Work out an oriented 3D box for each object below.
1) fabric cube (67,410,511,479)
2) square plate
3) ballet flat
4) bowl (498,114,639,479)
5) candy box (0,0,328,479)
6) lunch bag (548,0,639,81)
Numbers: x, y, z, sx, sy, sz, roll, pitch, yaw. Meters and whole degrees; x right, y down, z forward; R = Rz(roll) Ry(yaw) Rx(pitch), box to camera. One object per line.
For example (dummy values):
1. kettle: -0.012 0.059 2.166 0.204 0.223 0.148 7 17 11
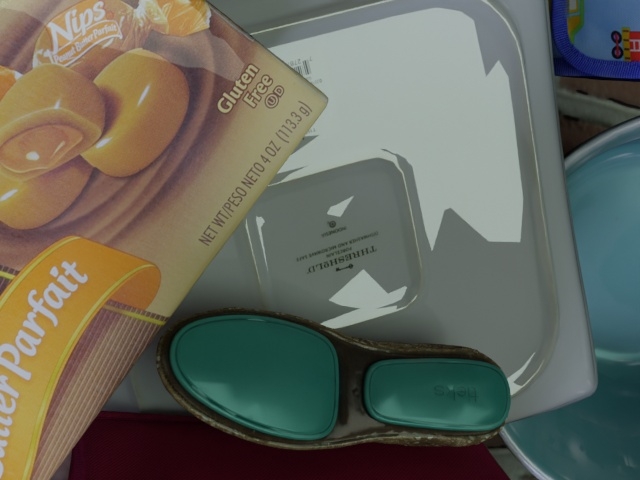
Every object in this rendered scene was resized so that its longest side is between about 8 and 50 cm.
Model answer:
1. fabric cube: -0.007 0.260 0.501 0.254 0.258 0.259 5 110 -18
2. square plate: 0.000 0.000 0.583 0.347 0.049 0.344 -16 110 -11
3. ballet flat: 0.005 0.083 0.545 0.206 0.067 0.073 13 73 -20
4. bowl: 0.259 0.035 0.750 0.311 0.163 0.312 0 109 1
5. candy box: -0.165 0.003 0.449 0.183 0.087 0.316 35 95 -32
6. lunch bag: 0.196 -0.210 0.615 0.138 0.293 0.221 -6 102 -37
